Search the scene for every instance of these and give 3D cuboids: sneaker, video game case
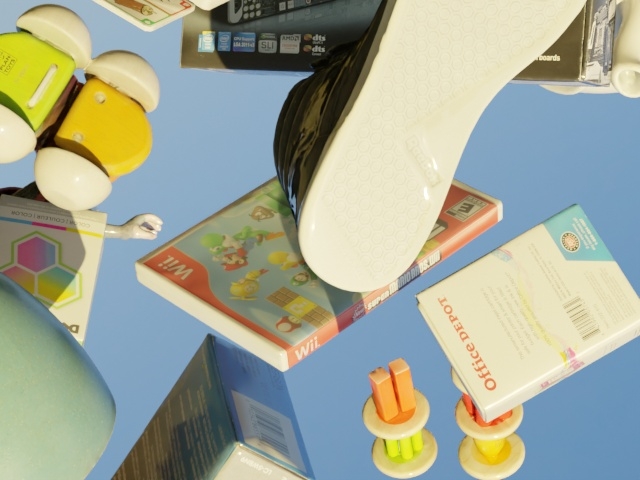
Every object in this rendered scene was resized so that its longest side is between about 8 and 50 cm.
[{"bbox_3d":[0.058,-0.121,0.942,0.296,0.104,0.147,-60,-160,5],"label":"sneaker"},{"bbox_3d":[0.000,0.000,1.486,0.285,0.025,0.204,-33,-136,-31],"label":"video game case"}]

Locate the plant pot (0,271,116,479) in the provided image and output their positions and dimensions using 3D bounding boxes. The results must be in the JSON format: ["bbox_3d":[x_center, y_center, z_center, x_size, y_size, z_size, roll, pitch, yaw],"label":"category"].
[{"bbox_3d":[-0.336,0.112,1.296,0.290,0.195,0.290,-17,-153,9],"label":"plant pot"}]

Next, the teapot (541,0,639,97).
[{"bbox_3d":[0.190,-0.209,1.284,0.187,0.252,0.256,-39,171,-11],"label":"teapot"}]

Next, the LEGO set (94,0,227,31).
[{"bbox_3d":[-0.158,-0.191,0.974,0.182,0.244,0.060,-40,156,-54],"label":"LEGO set"}]

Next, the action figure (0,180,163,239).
[{"bbox_3d":[-0.351,0.042,1.759,0.248,0.275,0.370,-62,176,-59],"label":"action figure"}]

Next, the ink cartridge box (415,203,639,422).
[{"bbox_3d":[0.134,0.048,1.028,0.122,0.088,0.052,-29,164,-3],"label":"ink cartridge box"}]

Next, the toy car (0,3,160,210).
[{"bbox_3d":[-0.249,-0.117,1.499,0.159,0.182,0.136,-63,-164,-22],"label":"toy car"}]

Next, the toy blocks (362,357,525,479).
[{"bbox_3d":[0.090,0.115,1.209,0.123,0.148,0.054,0,-135,10],"label":"toy blocks"}]

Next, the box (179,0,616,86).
[{"bbox_3d":[0.056,-0.233,1.119,0.307,0.242,0.076,6,-176,26],"label":"box"}]

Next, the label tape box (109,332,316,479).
[{"bbox_3d":[-0.152,0.299,1.696,0.334,0.106,0.240,-55,-158,15],"label":"label tape box"}]

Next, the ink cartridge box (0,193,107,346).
[{"bbox_3d":[-0.278,0.062,1.559,0.109,0.062,0.209,10,-125,-5],"label":"ink cartridge box"}]
